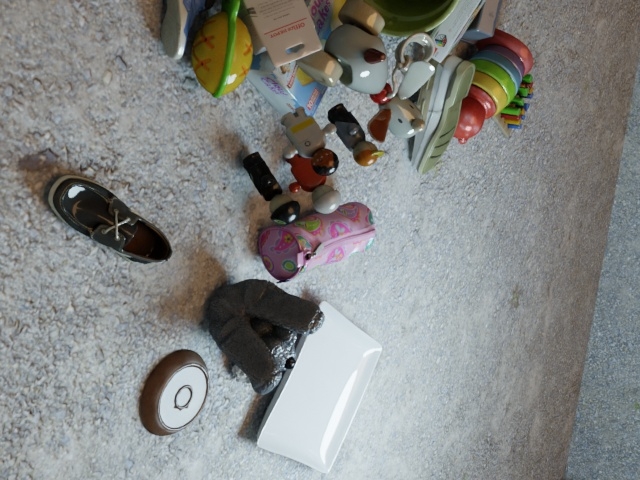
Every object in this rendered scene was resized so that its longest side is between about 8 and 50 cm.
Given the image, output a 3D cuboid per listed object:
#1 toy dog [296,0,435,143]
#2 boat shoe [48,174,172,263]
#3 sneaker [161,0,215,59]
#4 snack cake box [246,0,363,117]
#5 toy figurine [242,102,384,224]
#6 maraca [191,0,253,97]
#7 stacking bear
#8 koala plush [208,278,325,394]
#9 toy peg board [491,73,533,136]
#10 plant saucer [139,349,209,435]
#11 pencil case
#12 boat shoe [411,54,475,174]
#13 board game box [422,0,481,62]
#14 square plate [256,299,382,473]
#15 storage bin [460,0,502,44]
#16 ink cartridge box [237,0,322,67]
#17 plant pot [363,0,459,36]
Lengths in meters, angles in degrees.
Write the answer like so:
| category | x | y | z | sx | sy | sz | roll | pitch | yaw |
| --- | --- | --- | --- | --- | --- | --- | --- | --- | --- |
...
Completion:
| category | x | y | z | sx | sy | sz | roll | pitch | yaw |
| --- | --- | --- | --- | --- | --- | --- | --- | --- | --- |
| toy dog | 0.119 | -0.294 | 1.474 | 0.334 | 0.161 | 0.220 | 10 | 108 | -42 |
| boat shoe | -0.320 | -0.029 | 1.251 | 0.233 | 0.079 | 0.084 | 44 | 69 | -50 |
| sneaker | -0.206 | -0.365 | 1.291 | 0.085 | 0.058 | 0.152 | -7 | 102 | -44 |
| snack cake box | -0.029 | -0.382 | 1.507 | 0.152 | 0.089 | 0.264 | 44 | 68 | -53 |
| toy figurine | -0.012 | -0.140 | 1.502 | 0.209 | 0.148 | 0.213 | -42 | 163 | 33 |
| maraca | -0.159 | -0.327 | 1.324 | 0.099 | 0.127 | 0.185 | 5 | 106 | -23 |
| stacking bear | 0.409 | -0.382 | 2.069 | 0.289 | 0.164 | 0.175 | -55 | 141 | -19 |
| koala plush | -0.111 | 0.190 | 1.577 | 0.196 | 0.203 | 0.221 | -51 | 161 | -16 |
| toy peg board | 0.575 | -0.402 | 2.350 | 0.161 | 0.079 | 0.161 | 34 | 75 | -54 |
| plant saucer | -0.262 | 0.287 | 1.498 | 0.168 | 0.029 | 0.168 | -25 | 122 | -47 |
| pencil case | 0.000 | 0.000 | 1.672 | 0.284 | 0.124 | 0.124 | -19 | 118 | -51 |
| boat shoe | 0.273 | -0.307 | 1.944 | 0.113 | 0.103 | 0.302 | -28 | 144 | -52 |
| board game box | 0.320 | -0.513 | 1.811 | 0.193 | 0.053 | 0.305 | -57 | 178 | 26 |
| square plate | -0.002 | 0.344 | 1.866 | 0.347 | 0.049 | 0.344 | 42 | 69 | -52 |
| storage bin | 0.389 | -0.563 | 1.995 | 0.098 | 0.091 | 0.135 | 13 | 93 | -27 |
| ink cartridge box | -0.082 | -0.386 | 1.367 | 0.104 | 0.060 | 0.180 | -26 | 99 | -21 |
| plant pot | 0.197 | -0.583 | 1.623 | 0.254 | 0.276 | 0.276 | -49 | 140 | -49 |
